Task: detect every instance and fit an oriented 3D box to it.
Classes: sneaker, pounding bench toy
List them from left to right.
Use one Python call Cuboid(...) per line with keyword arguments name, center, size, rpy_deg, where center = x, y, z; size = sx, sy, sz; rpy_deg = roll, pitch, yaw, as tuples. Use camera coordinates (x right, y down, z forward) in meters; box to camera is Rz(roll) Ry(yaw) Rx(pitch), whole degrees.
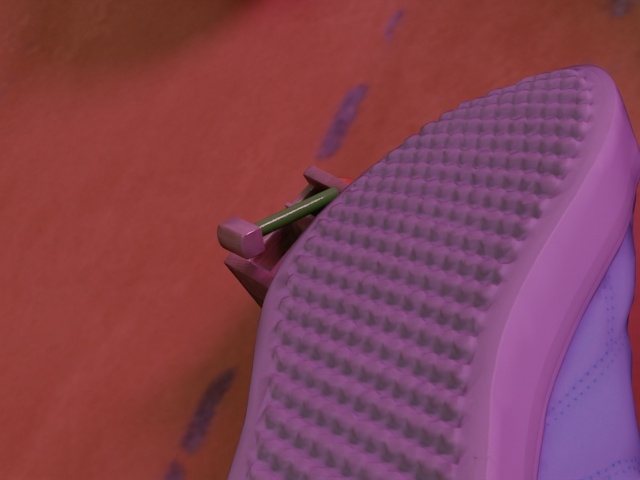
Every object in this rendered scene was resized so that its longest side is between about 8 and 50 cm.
Cuboid(name="pounding bench toy", center=(0.000, 0.000, 0.744), size=(0.052, 0.083, 0.065), rpy_deg=(29, 73, 42))
Cuboid(name="sneaker", center=(0.057, 0.080, 0.623), size=(0.135, 0.150, 0.366), rpy_deg=(-14, 31, 30))
